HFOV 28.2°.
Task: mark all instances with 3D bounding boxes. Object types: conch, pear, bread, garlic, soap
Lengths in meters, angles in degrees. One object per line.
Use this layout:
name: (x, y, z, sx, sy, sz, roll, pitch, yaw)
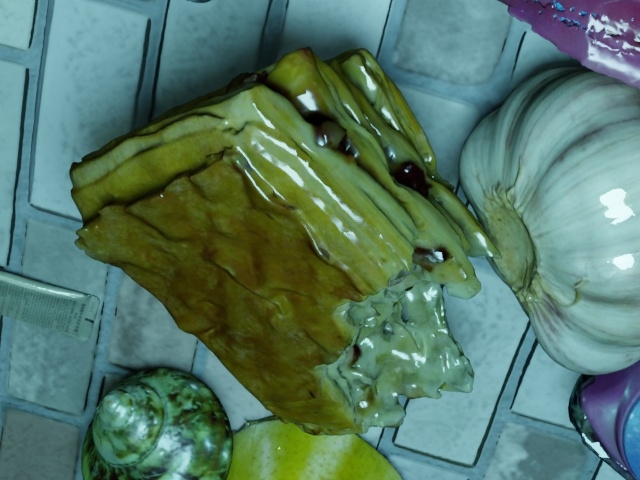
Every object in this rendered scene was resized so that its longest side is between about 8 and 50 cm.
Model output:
conch: (-0.176, 0.212, 1.266, 0.187, 0.124, 0.181, -3, 112, 26)
pear: (-0.031, 0.326, 1.274, 0.267, 0.178, 0.266, 7, 120, 12)
bread: (0.000, 0.000, 1.059, 0.314, 0.191, 0.370, -17, 126, 46)
garlic: (0.252, -0.043, 1.020, 0.253, 0.245, 0.245, -24, 116, -14)
soap: (0.248, -0.189, 0.947, 0.250, 0.162, 0.099, 23, 126, 0)

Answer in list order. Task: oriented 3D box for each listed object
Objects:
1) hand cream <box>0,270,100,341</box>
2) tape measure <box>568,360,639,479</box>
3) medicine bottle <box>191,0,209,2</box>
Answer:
hand cream: (-0.303, 0.056, 1.260, 0.165, 0.037, 0.057, 17, 120, -7)
tape measure: (0.354, 0.146, 1.123, 0.245, 0.149, 0.231, -27, 114, 30)
medicine bottle: (-0.015, -0.301, 0.940, 0.293, 0.141, 0.141, -36, 107, 25)
